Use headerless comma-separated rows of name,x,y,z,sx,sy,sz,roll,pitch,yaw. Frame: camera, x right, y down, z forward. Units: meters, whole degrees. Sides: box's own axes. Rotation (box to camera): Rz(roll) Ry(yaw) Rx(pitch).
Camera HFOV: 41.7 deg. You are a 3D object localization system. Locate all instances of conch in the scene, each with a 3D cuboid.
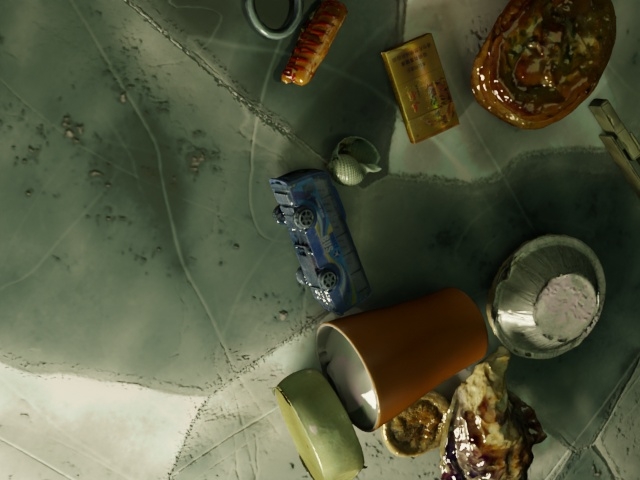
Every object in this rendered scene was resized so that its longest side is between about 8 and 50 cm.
conch,0.047,-0.122,1.309,0.085,0.057,0.076,-1,83,-37

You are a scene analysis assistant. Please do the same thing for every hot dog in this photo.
hot dog,-0.012,-0.294,1.248,0.038,0.062,0.144,27,95,-43
hot dog,0.359,-0.314,1.330,0.196,0.122,0.272,33,93,-15

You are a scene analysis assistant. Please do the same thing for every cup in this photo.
cup,0.126,0.193,1.353,0.264,0.182,0.226,-20,144,-24

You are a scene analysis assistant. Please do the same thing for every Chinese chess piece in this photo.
Chinese chess piece,-0.002,0.292,1.314,0.083,0.188,0.188,-23,108,-14

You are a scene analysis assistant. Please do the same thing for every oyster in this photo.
oyster,0.305,0.348,1.477,0.271,0.100,0.275,38,84,-37

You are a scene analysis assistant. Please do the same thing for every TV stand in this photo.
TV stand,0.542,-0.145,1.471,0.042,0.036,0.249,-42,111,-3

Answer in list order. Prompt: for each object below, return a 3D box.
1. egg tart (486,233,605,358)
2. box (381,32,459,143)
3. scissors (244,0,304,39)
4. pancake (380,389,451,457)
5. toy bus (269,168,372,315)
egg tart,0.402,0.104,1.454,0.234,0.094,0.234,-5,105,-19
box,0.160,-0.240,1.334,0.089,0.022,0.156,-23,108,-11
scissors,-0.088,-0.504,1.189,0.256,0.029,0.383,19,98,-20
pancake,0.167,0.319,1.464,0.140,0.022,0.139,-4,104,-16
toy bus,0.000,-0.001,1.314,0.094,0.079,0.236,-30,110,-26
